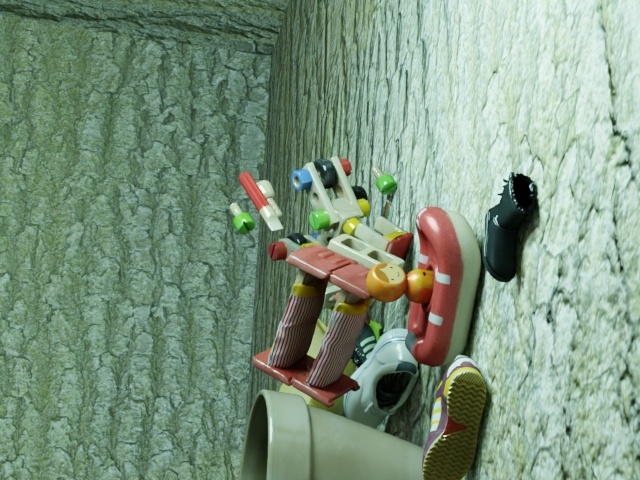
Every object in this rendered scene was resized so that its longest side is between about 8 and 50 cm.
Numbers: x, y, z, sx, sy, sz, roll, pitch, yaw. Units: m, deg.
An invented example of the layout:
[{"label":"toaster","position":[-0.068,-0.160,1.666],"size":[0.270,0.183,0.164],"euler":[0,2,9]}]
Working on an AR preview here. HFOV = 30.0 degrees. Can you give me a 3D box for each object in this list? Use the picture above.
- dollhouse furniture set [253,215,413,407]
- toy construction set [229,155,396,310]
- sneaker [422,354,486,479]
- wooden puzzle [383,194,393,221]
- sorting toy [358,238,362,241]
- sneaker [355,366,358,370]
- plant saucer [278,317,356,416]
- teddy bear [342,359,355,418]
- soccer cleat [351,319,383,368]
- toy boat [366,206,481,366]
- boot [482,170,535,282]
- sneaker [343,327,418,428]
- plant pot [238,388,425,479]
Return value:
[{"label":"dollhouse furniture set","position":[0.060,0.106,1.963],"size":[0.374,0.152,0.201],"euler":[-21,-47,-62]},{"label":"toy construction set","position":[0.000,0.000,2.170],"size":[0.257,0.309,0.237],"euler":[-50,53,23]},{"label":"sneaker","position":[0.184,0.250,1.644],"size":[0.084,0.069,0.185],"euler":[-86,12,-72]},{"label":"wooden puzzle","position":[0.129,-0.047,2.297],"size":[0.049,0.006,0.083],"euler":[-121,39,-74]},{"label":"sorting toy","position":[0.077,0.033,2.421],"size":[0.274,0.046,0.132],"euler":[-107,26,-65]},{"label":"sneaker","position":[0.078,0.297,2.255],"size":[0.057,0.047,0.119],"euler":[102,178,-63]},{"label":"plant saucer","position":[-0.028,0.324,2.224],"size":[0.333,0.081,0.333],"euler":[-65,9,2]},{"label":"teddy bear","position":[0.012,0.327,2.478],"size":[0.338,0.113,0.245],"euler":[-138,49,-69]},{"label":"soccer cleat","position":[0.082,0.216,2.190],"size":[0.179,0.072,0.060],"euler":[-95,15,-49]},{"label":"toy boat","position":[0.141,0.064,1.742],"size":[0.151,0.151,0.231],"euler":[-127,44,-75]},{"label":"boot","position":[0.245,-0.020,1.536],"size":[0.099,0.045,0.121],"euler":[118,158,-55]},{"label":"sneaker","position":[0.097,0.256,2.015],"size":[0.258,0.094,0.091],"euler":[109,169,-46]},{"label":"plant pot","position":[0.030,0.394,1.769],"size":[0.323,0.280,0.323],"euler":[-174,90,-80]}]
